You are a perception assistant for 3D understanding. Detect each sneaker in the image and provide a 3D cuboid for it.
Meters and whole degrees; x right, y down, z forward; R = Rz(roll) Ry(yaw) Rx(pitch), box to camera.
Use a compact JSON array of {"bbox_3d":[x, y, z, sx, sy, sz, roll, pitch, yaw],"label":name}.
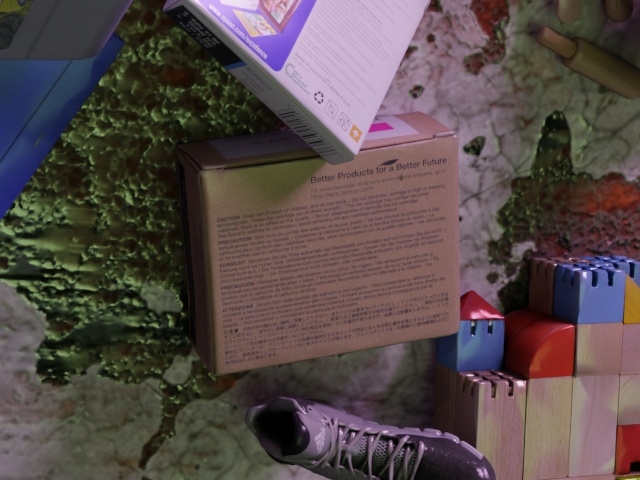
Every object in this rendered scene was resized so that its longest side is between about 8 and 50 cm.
[{"bbox_3d":[0.030,0.190,1.583,0.132,0.228,0.086,23,82,-59],"label":"sneaker"}]

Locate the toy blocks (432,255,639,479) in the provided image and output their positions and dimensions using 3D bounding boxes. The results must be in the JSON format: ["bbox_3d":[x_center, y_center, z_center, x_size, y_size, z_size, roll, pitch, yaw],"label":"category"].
[{"bbox_3d":[0.256,0.129,1.706,0.381,0.191,0.261,-2,99,-20],"label":"toy blocks"}]

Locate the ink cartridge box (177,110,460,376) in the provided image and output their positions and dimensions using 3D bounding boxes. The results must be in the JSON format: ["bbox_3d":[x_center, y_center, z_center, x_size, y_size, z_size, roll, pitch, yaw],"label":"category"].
[{"bbox_3d":[0.000,0.000,1.590,0.234,0.088,0.193,-8,111,-17],"label":"ink cartridge box"}]

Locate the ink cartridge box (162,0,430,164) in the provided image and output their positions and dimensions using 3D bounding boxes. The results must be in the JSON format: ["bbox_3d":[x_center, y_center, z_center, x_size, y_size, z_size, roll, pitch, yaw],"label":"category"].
[{"bbox_3d":[-0.009,-0.205,1.496,0.206,0.045,0.208,41,60,-28],"label":"ink cartridge box"}]

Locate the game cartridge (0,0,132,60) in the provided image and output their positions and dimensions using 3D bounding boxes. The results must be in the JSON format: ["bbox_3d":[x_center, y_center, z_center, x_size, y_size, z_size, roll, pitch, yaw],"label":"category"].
[{"bbox_3d":[-0.276,-0.200,1.313,0.294,0.196,0.060,6,70,-21],"label":"game cartridge"}]

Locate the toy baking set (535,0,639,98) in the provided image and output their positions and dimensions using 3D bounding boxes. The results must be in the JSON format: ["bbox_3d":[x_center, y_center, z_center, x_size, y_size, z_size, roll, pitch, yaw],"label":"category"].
[{"bbox_3d":[0.277,-0.235,1.640,0.256,0.030,0.197,18,98,-29],"label":"toy baking set"}]

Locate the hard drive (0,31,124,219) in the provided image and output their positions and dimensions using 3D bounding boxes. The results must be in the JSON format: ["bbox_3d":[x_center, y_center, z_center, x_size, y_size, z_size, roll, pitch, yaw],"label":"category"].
[{"bbox_3d":[-0.341,-0.160,1.427,0.318,0.040,0.210,34,96,-28],"label":"hard drive"}]
